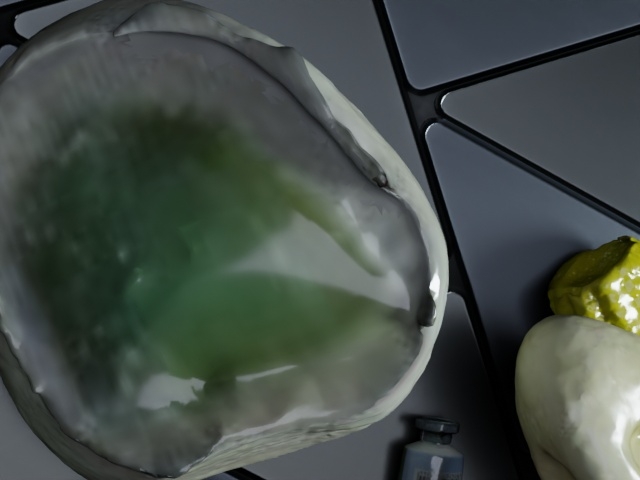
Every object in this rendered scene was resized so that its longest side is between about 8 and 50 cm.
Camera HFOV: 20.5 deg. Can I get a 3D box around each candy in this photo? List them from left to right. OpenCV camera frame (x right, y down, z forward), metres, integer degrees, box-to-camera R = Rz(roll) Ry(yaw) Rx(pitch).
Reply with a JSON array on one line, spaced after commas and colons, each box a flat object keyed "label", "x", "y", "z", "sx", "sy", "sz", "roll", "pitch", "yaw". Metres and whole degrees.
[{"label": "candy", "x": -0.114, "y": -0.002, "z": 1.474, "sx": 0.386, "sy": 0.186, "sz": 0.427, "roll": -32, "pitch": 86, "yaw": 8}, {"label": "candy", "x": 0.291, "y": 0.102, "z": 1.626, "sx": 0.106, "sy": 0.094, "sz": 0.199, "roll": -32, "pitch": 101, "yaw": -17}]

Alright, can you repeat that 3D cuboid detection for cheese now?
[{"label": "cheese", "x": 0.353, "y": 0.181, "z": 1.535, "sx": 0.328, "sy": 0.129, "sz": 0.351, "roll": -26, "pitch": 91, "yaw": -20}]

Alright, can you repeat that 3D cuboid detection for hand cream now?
[{"label": "hand cream", "x": 0.088, "y": 0.288, "z": 1.597, "sx": 0.088, "sy": 0.055, "sz": 0.256, "roll": 7, "pitch": 90, "yaw": -20}]
